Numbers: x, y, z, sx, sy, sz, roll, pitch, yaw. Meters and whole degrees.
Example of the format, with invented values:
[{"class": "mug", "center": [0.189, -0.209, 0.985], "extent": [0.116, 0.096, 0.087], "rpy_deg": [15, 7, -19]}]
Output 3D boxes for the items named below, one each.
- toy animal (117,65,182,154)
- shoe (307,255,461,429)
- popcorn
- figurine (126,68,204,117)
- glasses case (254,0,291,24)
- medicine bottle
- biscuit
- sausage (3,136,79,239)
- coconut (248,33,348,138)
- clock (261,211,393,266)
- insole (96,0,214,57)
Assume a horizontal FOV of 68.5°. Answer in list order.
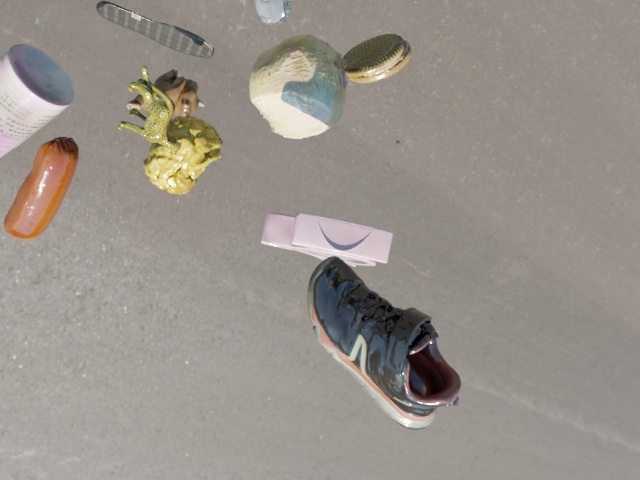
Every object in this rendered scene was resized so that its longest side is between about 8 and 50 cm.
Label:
[{"class": "toy animal", "center": [-0.366, -0.286, 1.062], "extent": [0.136, 0.073, 0.181], "rpy_deg": [30, 135, -11]}, {"class": "shoe", "center": [0.093, 0.143, 0.681], "extent": [0.291, 0.114, 0.137], "rpy_deg": [50, 141, 3]}, {"class": "popcorn", "center": [-0.423, -0.261, 1.427], "extent": [0.250, 0.250, 0.190], "rpy_deg": [-40, 135, 12]}, {"class": "figurine", "center": [-0.571, -0.521, 1.799], "extent": [0.247, 0.177, 0.173], "rpy_deg": [-58, 153, -24]}, {"class": "glasses case", "center": [-0.135, -0.747, 1.291], "extent": [0.109, 0.067, 0.282], "rpy_deg": [13, 118, 27]}, {"class": "medicine bottle", "center": [-0.702, -0.304, 1.056], "extent": [0.254, 0.152, 0.152], "rpy_deg": [-26, 127, 20]}, {"class": "biscuit", "center": [0.196, -0.653, 1.685], "extent": [0.259, 0.259, 0.079], "rpy_deg": [-29, 132, 4]}, {"class": "sausage", "center": [-0.737, -0.128, 1.250], "extent": [0.348, 0.094, 0.097], "rpy_deg": [-48, 166, 23]}, {"class": "coconut", "center": [-0.048, -0.465, 1.420], "extent": [0.254, 0.297, 0.297], "rpy_deg": [-4, 130, 26]}, {"class": "clock", "center": [0.000, 0.000, 1.167], "extent": [0.290, 0.275, 0.080], "rpy_deg": [13, 83, -8]}, {"class": "insole", "center": [-0.440, -0.564, 1.267], "extent": [0.309, 0.110, 0.012], "rpy_deg": [17, 75, -21]}]
